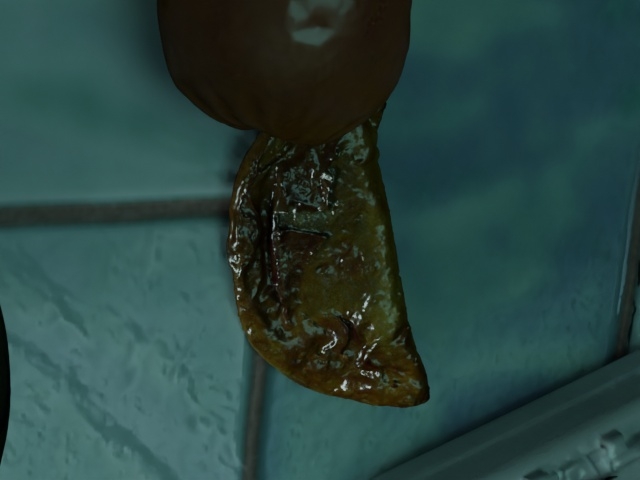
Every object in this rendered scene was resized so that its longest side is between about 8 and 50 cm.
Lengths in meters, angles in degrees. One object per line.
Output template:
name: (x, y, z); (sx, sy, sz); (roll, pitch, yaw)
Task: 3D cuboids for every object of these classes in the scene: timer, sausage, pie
timer: (0.134, 0.180, 0.778); (0.253, 0.078, 0.178); (-22, 114, -26)
sausage: (-0.009, -0.167, 0.560); (0.114, 0.113, 0.259); (-6, 106, -32)
pie: (-0.002, 0.002, 0.664); (0.088, 0.033, 0.191); (-14, 114, -13)

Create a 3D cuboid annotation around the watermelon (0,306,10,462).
watermelon: (-0.202, 0.050, 0.441); (0.212, 0.212, 0.212); (-10, 109, -31)
